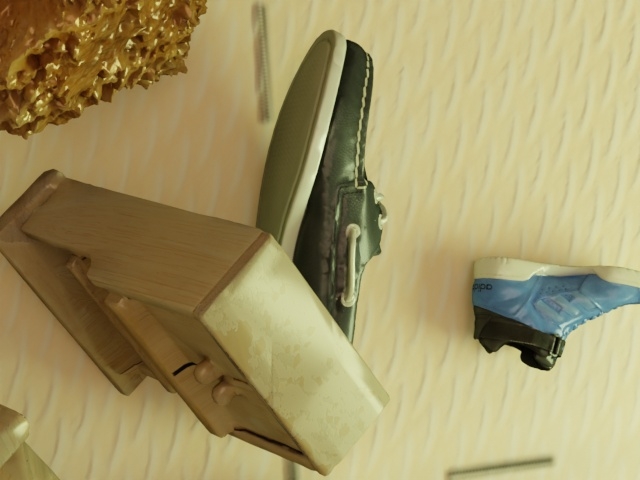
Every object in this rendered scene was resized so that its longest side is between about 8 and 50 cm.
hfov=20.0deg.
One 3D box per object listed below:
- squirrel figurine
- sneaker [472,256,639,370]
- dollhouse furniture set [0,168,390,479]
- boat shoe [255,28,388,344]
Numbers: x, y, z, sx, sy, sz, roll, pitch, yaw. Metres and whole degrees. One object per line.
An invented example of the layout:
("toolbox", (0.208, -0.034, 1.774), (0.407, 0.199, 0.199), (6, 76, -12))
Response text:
("squirrel figurine", (-0.150, -0.266, 1.139), (0.281, 0.370, 0.397), (-6, 94, -13))
("sneaker", (0.191, 0.061, 1.403), (0.152, 0.058, 0.084), (5, 83, -12))
("dollhouse furniture set", (-0.192, 0.164, 1.138), (0.394, 0.256, 0.362), (-49, 125, -20))
("boat shoe", (0.000, 0.000, 1.329), (0.091, 0.114, 0.302), (13, 98, -15))
